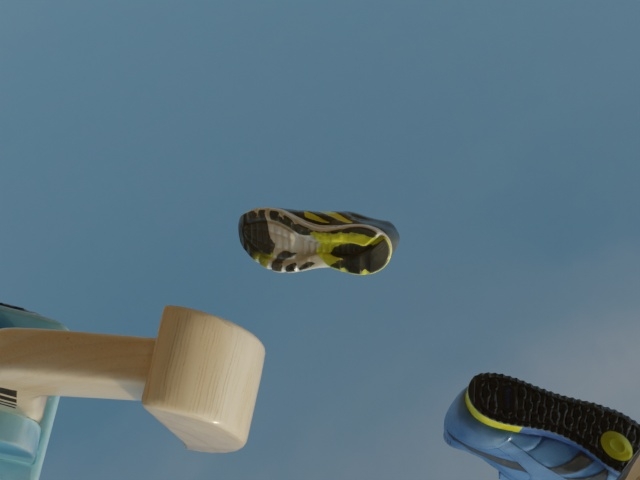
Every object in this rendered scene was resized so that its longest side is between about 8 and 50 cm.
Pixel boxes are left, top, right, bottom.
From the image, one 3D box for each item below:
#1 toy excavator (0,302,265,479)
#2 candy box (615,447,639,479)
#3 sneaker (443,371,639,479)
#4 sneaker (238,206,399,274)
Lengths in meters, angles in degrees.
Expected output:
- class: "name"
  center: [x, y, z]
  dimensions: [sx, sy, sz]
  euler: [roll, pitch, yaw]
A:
- class: "toy excavator"
  center: [-0.291, 0.123, 1.214]
  dimensions: [0.433, 0.445, 0.222]
  euler: [15, -109, -8]
- class: "candy box"
  center: [0.179, 0.103, 0.432]
  dimensions: [0.165, 0.196, 0.070]
  euler: [-47, -150, -23]
- class: "sneaker"
  center: [0.209, 0.185, 1.277]
  dimensions: [0.209, 0.082, 0.069]
  euler: [20, -139, -3]
- class: "sneaker"
  center: [0.000, 0.000, 0.712]
  dimensions: [0.083, 0.031, 0.035]
  euler: [11, -164, 23]
